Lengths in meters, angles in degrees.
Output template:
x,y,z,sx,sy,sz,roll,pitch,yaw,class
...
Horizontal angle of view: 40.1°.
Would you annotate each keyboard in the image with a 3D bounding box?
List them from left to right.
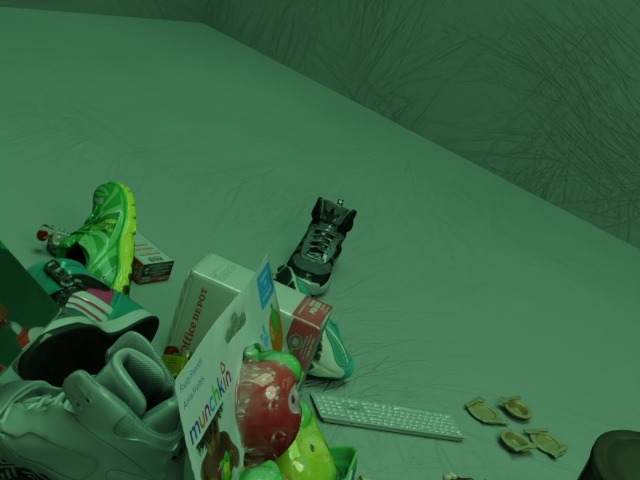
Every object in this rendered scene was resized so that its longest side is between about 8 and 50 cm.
x,y,z,sx,sy,sz,roll,pitch,yaw,class
0.109,0.281,1.405,0.255,0.014,0.072,13,24,-19,keyboard

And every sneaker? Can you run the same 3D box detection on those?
x,y,z,sx,sy,sz,roll,pitch,yaw,class
-0.370,0.105,1.226,0.178,0.124,0.295,30,9,16,sneaker
-0.301,0.189,1.004,0.365,0.210,0.137,24,22,10,sneaker
-0.373,-0.001,1.458,0.123,0.109,0.296,8,39,-17,sneaker
-0.030,0.148,1.520,0.110,0.107,0.275,28,19,-38,sneaker
0.000,0.000,1.772,0.101,0.153,0.268,21,22,3,sneaker

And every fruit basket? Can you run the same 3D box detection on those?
x,y,z,sx,sy,sz,roll,pitch,yaw,class
-0.050,0.230,0.936,0.165,0.353,0.327,-1,18,12,fruit basket

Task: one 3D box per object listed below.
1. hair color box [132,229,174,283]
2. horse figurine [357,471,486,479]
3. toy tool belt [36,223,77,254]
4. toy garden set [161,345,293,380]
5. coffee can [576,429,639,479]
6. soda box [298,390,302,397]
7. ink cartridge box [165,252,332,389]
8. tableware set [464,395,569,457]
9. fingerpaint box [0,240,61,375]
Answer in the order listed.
x,y,z,sx,sy,sz,roll,pitch,yaw,class
-0.336,0.022,1.579,0.141,0.043,0.072,35,26,34,hair color box
0.119,0.375,1.132,0.174,0.066,0.263,17,19,7,horse figurine
-0.455,0.003,1.528,0.083,0.052,0.051,15,-16,-21,toy tool belt
-0.181,0.212,1.211,0.203,0.049,0.244,2,18,29,toy garden set
0.353,0.391,1.014,0.201,0.276,0.201,17,23,-7,coffee can
-0.091,0.260,1.223,0.062,0.058,0.183,25,24,13,soda box
-0.112,0.138,1.352,0.217,0.159,0.092,23,24,6,ink cartridge box
0.338,0.318,1.509,0.141,0.020,0.169,3,28,-36,tableware set
-0.554,-0.047,0.980,0.444,0.371,0.163,18,58,40,fingerpaint box
